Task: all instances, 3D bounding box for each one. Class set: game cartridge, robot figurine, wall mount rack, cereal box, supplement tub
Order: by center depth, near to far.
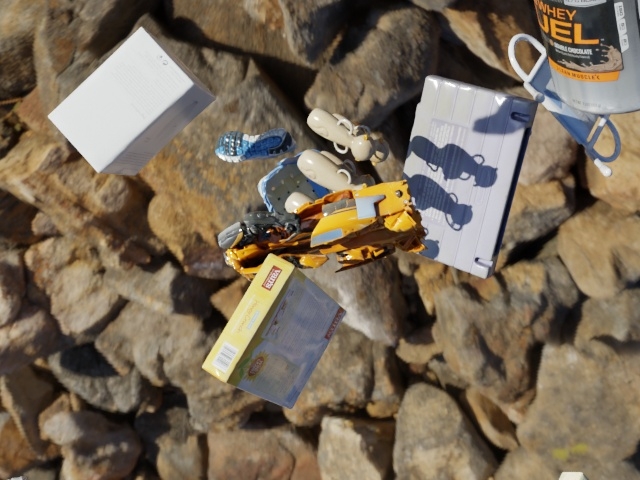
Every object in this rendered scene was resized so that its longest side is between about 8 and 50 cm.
[{"bbox_3d":[-0.054,0.134,1.142,0.047,0.240,0.173,26,81,25],"label":"cereal box"},{"bbox_3d":[0.404,-0.361,1.157,0.207,0.207,0.338,-23,131,6],"label":"supplement tub"},{"bbox_3d":[0.000,0.000,1.180,0.291,0.211,0.085,-17,68,11],"label":"robot figurine"},{"bbox_3d":[0.273,-0.127,1.617,0.230,0.068,0.355,24,113,32],"label":"game cartridge"},{"bbox_3d":[0.523,-0.281,1.682,0.350,0.304,0.130,43,147,-12],"label":"wall mount rack"}]

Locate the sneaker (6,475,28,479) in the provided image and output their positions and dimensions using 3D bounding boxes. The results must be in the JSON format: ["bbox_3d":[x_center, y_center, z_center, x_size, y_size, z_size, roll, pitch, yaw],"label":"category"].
[{"bbox_3d":[-0.200,0.333,0.769,0.153,0.101,0.269,-17,80,-25],"label":"sneaker"}]

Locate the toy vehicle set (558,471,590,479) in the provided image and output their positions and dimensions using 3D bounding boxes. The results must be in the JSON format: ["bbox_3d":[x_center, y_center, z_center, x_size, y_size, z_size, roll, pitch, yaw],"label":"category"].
[{"bbox_3d":[0.316,0.448,1.026,0.166,0.267,0.035,46,147,-13],"label":"toy vehicle set"}]

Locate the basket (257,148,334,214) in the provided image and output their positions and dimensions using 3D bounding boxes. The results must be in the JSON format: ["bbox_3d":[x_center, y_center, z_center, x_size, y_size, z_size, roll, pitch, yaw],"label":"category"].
[{"bbox_3d":[-0.025,-0.099,1.988,0.201,0.289,0.255,-35,109,-9],"label":"basket"}]

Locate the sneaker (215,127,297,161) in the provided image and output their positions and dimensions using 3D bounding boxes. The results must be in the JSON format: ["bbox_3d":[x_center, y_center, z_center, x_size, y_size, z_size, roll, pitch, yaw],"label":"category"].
[{"bbox_3d":[-0.140,-0.204,1.827,0.190,0.083,0.071,0,86,19],"label":"sneaker"}]

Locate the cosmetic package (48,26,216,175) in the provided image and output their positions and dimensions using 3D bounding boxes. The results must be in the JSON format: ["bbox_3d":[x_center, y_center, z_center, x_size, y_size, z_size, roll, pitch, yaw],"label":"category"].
[{"bbox_3d":[-0.328,-0.239,1.473,0.224,0.224,0.138,-44,91,3],"label":"cosmetic package"}]

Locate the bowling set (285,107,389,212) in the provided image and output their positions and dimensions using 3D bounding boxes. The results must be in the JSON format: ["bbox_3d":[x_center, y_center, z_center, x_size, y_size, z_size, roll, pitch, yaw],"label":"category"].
[{"bbox_3d":[0.064,-0.145,1.498,0.154,0.200,0.287,33,143,13],"label":"bowling set"}]
